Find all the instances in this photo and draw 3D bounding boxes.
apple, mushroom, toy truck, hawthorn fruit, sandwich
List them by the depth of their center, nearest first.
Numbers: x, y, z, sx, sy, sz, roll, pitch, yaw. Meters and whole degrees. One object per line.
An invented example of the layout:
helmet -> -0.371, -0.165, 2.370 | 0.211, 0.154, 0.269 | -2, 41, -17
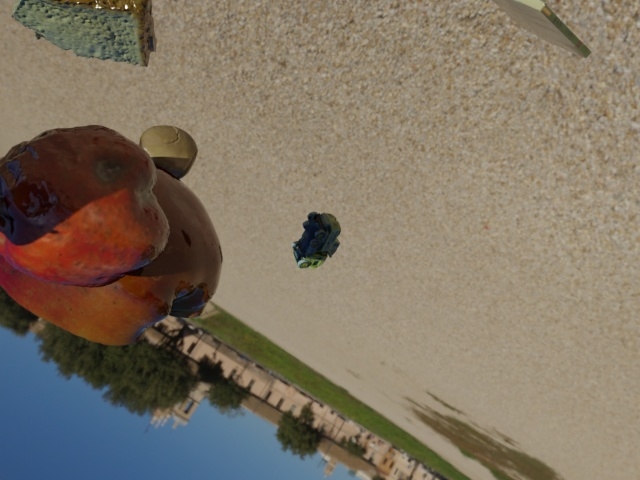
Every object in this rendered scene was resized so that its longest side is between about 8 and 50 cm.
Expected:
hawthorn fruit -> -0.314, -0.040, 0.611 | 0.208, 0.207, 0.243 | 23, -162, 35
apple -> -0.350, 0.008, 0.885 | 0.365, 0.329, 0.295 | 39, 164, 22
mushroom -> -0.439, -0.148, 1.201 | 0.407, 0.137, 0.154 | -25, 97, 42
sandwich -> -0.585, -0.574, 1.293 | 0.326, 0.131, 0.262 | 5, 168, -13
toy truck -> 0.000, 0.000, 1.513 | 0.116, 0.191, 0.085 | 3, -133, -30

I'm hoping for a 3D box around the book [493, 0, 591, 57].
book -> 0.475, -0.498, 1.155 | 0.290, 0.026, 0.201 | 6, -146, -47
